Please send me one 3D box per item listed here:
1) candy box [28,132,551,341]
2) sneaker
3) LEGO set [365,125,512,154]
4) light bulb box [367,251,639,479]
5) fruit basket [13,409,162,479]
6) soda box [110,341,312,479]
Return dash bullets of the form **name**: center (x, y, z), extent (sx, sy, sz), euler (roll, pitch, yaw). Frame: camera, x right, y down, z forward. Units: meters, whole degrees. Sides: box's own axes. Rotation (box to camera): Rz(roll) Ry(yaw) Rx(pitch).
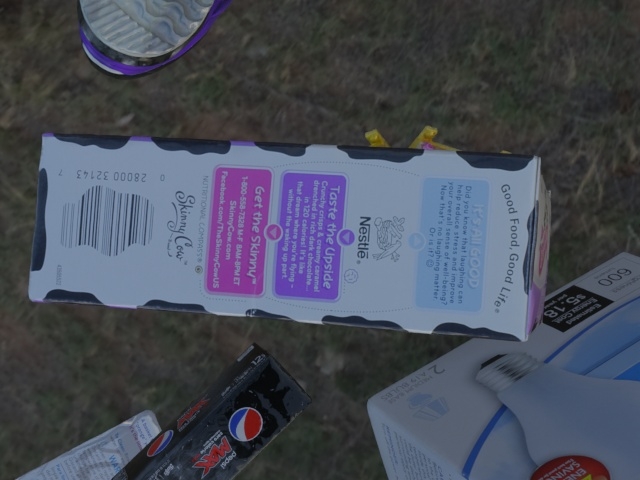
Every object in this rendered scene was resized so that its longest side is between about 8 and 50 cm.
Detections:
- **candy box**: center (0.000, 0.000, 0.494), extent (0.196, 0.165, 0.070), euler (3, 88, 13)
- **sneaker**: center (-0.081, -0.231, 0.808), extent (0.102, 0.293, 0.146), euler (38, 160, -5)
- **LEGO set**: center (0.069, -0.019, 1.002), extent (0.287, 0.107, 0.132), euler (0, 142, -6)
- **light bulb box**: center (0.299, 0.223, 1.054), extent (0.361, 0.358, 0.225), euler (27, 140, 58)
- **fruit basket**: center (-0.256, 0.386, 1.087), extent (0.165, 0.353, 0.327), euler (-10, 106, 65)
- **soda box**: center (-0.090, 0.165, 0.922), extent (0.060, 0.169, 0.053), euler (50, 171, -18)
